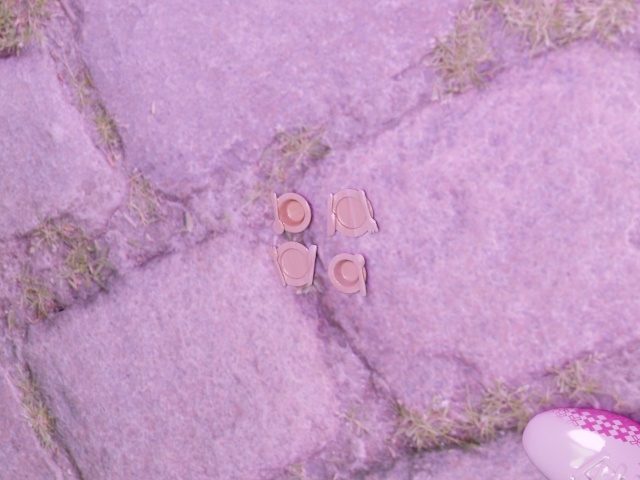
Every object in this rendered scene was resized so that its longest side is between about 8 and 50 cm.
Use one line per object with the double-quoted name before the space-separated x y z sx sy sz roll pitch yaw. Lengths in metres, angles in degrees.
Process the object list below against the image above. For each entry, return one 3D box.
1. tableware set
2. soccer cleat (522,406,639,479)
"tableware set" 0.000 0.000 1.336 0.169 0.020 0.141 3 106 26
"soccer cleat" 0.381 0.294 1.152 0.331 0.143 0.116 22 113 21
